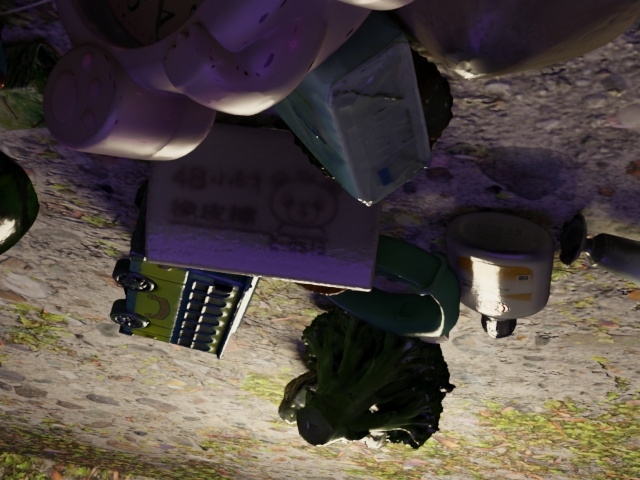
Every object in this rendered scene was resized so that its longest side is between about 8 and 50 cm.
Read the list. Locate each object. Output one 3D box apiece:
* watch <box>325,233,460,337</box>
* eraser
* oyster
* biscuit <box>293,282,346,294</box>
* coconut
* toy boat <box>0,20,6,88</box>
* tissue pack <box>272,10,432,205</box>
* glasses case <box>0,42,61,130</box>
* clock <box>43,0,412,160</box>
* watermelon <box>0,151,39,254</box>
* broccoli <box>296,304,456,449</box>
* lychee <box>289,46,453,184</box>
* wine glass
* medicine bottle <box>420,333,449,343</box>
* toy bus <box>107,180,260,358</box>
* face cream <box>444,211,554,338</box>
[{"bbox_3d":[0.095,0.059,1.375,0.237,0.068,0.195,2,144,49],"label":"watch"},{"bbox_3d":[-0.062,-0.044,1.159,0.270,0.174,0.095,8,-173,5],"label":"eraser"},{"bbox_3d":[0.038,0.327,1.916,0.351,0.158,0.162,19,121,-47],"label":"oyster"},{"bbox_3d":[0.001,-0.001,1.291,0.144,0.033,0.224,43,146,10],"label":"biscuit"},{"bbox_3d":[0.130,-0.214,0.689,0.202,0.222,0.202,11,158,5],"label":"coconut"},{"bbox_3d":[-0.505,-0.244,0.998,0.391,0.080,0.136,16,151,-11],"label":"toy boat"},{"bbox_3d":[-0.021,-0.169,0.801,0.089,0.263,0.177,-32,151,-5],"label":"tissue pack"},{"bbox_3d":[-0.414,-0.170,1.139,0.272,0.062,0.095,-1,158,21],"label":"glasses case"},{"bbox_3d":[-0.073,-0.227,0.664,0.322,0.296,0.113,-19,166,41],"label":"clock"},{"bbox_3d":[-0.480,-0.046,1.407,0.129,0.123,0.301,44,151,2],"label":"watermelon"},{"bbox_3d":[0.058,0.218,1.566,0.269,0.269,0.254,-3,115,23],"label":"broccoli"},{"bbox_3d":[0.040,-0.129,0.982,0.171,0.171,0.171,7,154,4],"label":"lychee"},{"bbox_3d":[0.381,0.021,1.252,0.155,0.072,0.072,17,153,-13],"label":"wine glass"},{"bbox_3d":[0.171,0.104,1.465,0.052,0.089,0.052,7,154,4],"label":"medicine bottle"},{"bbox_3d":[-0.181,0.036,1.375,0.190,0.152,0.312,15,153,-6],"label":"toy bus"},{"bbox_3d":[0.245,0.056,1.365,0.143,0.071,0.291,11,155,14],"label":"face cream"}]
